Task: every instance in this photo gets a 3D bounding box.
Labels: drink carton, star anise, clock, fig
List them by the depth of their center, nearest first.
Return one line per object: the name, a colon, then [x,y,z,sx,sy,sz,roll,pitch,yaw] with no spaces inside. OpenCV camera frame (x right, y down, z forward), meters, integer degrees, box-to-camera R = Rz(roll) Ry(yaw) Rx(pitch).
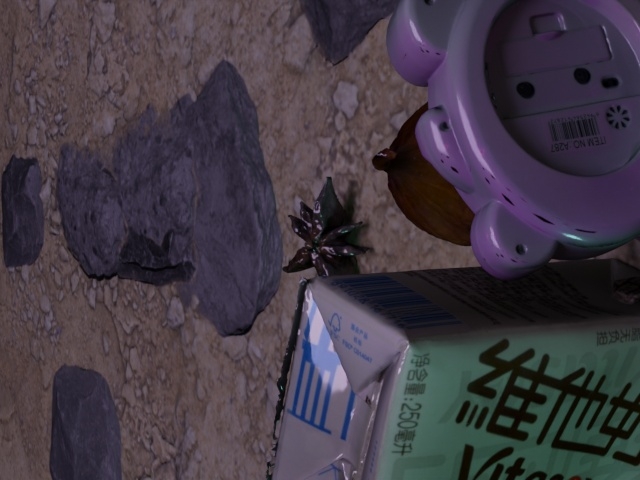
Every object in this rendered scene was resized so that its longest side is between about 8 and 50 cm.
drink carton: [0.134,0.127,0.972,0.132,0.324,0.194,33,119,49]
clock: [0.183,-0.103,0.979,0.090,0.227,0.248,127,130,-72]
fig: [0.097,-0.061,1.134,0.134,0.201,0.146,8,104,46]
star anise: [0.004,-0.009,1.388,0.124,0.056,0.129,25,115,40]
